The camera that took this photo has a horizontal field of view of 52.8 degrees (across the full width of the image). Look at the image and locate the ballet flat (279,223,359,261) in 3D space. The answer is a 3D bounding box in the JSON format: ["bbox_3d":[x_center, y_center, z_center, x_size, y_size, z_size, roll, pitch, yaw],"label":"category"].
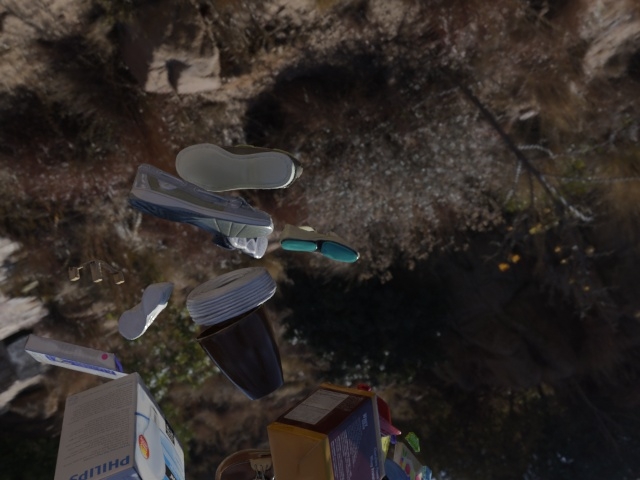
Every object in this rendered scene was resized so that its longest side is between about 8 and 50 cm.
[{"bbox_3d":[0.000,0.000,1.959,0.249,0.086,0.086,13,163,-7],"label":"ballet flat"}]

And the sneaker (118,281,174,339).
[{"bbox_3d":[-0.470,0.192,1.772,0.212,0.080,0.094,-45,172,24],"label":"sneaker"}]

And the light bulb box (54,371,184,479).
[{"bbox_3d":[-0.546,0.640,1.806,0.225,0.358,0.361,-21,-147,-2],"label":"light bulb box"}]

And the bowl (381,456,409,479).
[{"bbox_3d":[0.153,0.897,2.083,0.077,0.391,0.391,18,140,-35],"label":"bowl"}]

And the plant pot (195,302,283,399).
[{"bbox_3d":[-0.203,0.325,1.830,0.215,0.230,0.215,-28,-175,3],"label":"plant pot"}]

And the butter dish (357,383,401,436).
[{"bbox_3d":[0.099,0.408,1.571,0.160,0.118,0.160,-14,142,34],"label":"butter dish"}]

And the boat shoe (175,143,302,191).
[{"bbox_3d":[-0.191,-0.170,1.505,0.305,0.109,0.091,6,-169,20],"label":"boat shoe"}]

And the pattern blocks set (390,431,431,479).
[{"bbox_3d":[0.309,0.822,2.311,0.026,0.324,0.285,-16,-153,32],"label":"pattern blocks set"}]

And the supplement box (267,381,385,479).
[{"bbox_3d":[0.017,0.414,1.264,0.129,0.191,0.194,3,-163,36],"label":"supplement box"}]

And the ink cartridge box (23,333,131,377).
[{"bbox_3d":[-0.798,0.409,2.198,0.175,0.371,0.069,110,-4,-65],"label":"ink cartridge box"}]

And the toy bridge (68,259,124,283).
[{"bbox_3d":[-0.650,0.088,1.866,0.026,0.063,0.188,-21,163,25],"label":"toy bridge"}]

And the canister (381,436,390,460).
[{"bbox_3d":[0.117,0.606,1.963,0.170,0.073,0.126,-2,-138,24],"label":"canister"}]

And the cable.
[{"bbox_3d":[-0.250,0.150,1.817,0.257,0.089,0.257,-18,-170,19],"label":"cable"}]

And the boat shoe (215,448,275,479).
[{"bbox_3d":[-0.203,0.784,2.226,0.324,0.123,0.116,-4,-177,-34],"label":"boat shoe"}]

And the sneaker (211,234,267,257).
[{"bbox_3d":[-0.276,-0.026,1.951,0.268,0.153,0.101,47,58,-60],"label":"sneaker"}]

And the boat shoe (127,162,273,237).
[{"bbox_3d":[-0.255,-0.083,1.423,0.321,0.103,0.118,14,162,-7],"label":"boat shoe"}]
